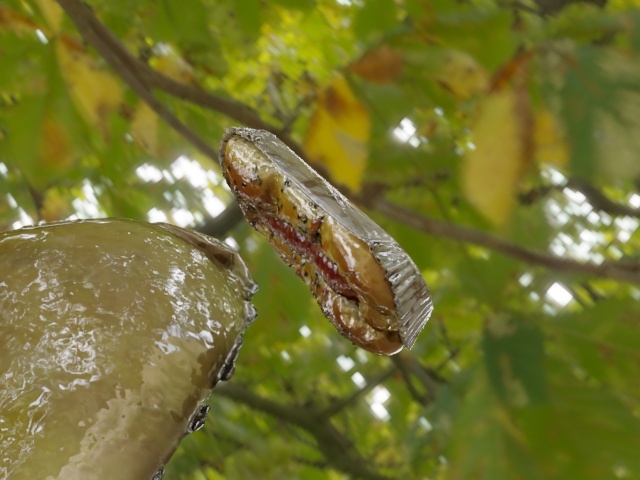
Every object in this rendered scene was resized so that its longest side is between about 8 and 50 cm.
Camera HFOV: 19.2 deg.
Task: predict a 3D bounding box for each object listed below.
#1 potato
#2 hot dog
[{"bbox_3d":[-0.107,0.051,0.660,0.100,0.261,0.120,43,-47,-10],"label":"potato"},{"bbox_3d":[0.000,0.000,1.221,0.059,0.191,0.108,-36,-35,-15],"label":"hot dog"}]
